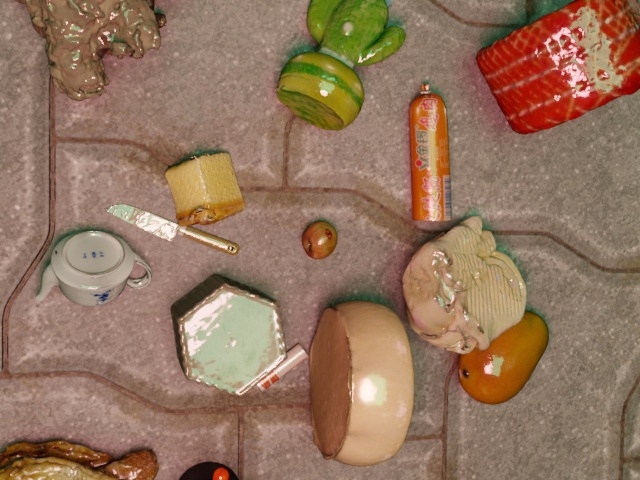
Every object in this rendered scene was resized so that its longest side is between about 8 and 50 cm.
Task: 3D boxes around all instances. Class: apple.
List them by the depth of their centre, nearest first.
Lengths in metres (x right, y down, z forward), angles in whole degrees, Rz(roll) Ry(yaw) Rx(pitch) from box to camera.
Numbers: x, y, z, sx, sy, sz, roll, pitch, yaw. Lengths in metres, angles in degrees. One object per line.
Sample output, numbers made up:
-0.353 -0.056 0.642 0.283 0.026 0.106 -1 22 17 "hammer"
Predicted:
0.000 0.000 1.605 0.071 0.084 0.084 -16 97 -29 "apple"

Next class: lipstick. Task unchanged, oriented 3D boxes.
-0.090 0.284 1.620 0.130 0.038 0.038 -36 101 -9 "lipstick"

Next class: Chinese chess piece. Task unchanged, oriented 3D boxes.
0.075 0.293 1.508 0.140 0.338 0.338 5 92 -15 "Chinese chess piece"

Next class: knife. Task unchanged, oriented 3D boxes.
-0.317 -0.020 1.558 0.297 0.017 0.047 22 94 -14 "knife"

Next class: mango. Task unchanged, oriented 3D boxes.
0.424 0.261 1.698 0.175 0.139 0.254 46 74 -26 "mango"

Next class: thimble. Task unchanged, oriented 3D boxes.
0.541 -0.392 1.591 0.350 0.350 0.231 -28 99 -11 "thimble"

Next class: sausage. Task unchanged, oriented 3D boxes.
0.248 -0.199 1.650 0.093 0.093 0.312 -3 94 -14 "sausage"

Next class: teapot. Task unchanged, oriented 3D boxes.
-0.459 0.072 1.476 0.232 0.159 0.159 -6 94 -24 "teapot"

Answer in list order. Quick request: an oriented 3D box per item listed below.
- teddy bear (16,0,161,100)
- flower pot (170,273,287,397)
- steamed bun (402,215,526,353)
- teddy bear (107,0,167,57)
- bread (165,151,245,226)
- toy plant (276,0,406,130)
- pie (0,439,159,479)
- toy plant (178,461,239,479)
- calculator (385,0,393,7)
-0.395 -0.491 1.392 0.367 0.224 0.357 -26 74 -24 "teddy bear"
-0.194 0.191 1.512 0.239 0.189 0.209 24 87 -14 "flower pot"
0.302 0.113 1.635 0.280 0.207 0.268 -31 92 -41 "steamed bun"
-0.379 -0.437 1.496 0.119 0.078 0.160 11 73 7 "teddy bear"
-0.241 -0.107 1.551 0.152 0.127 0.147 -17 96 -46 "bread"
0.049 -0.407 1.556 0.224 0.184 0.316 22 78 7 "toy plant"
-0.533 0.618 1.462 0.395 0.180 0.418 10 98 -15 "pie"
-0.214 0.579 1.419 0.185 0.400 0.279 38 85 -11 "toy plant"
0.084 -0.573 1.626 0.172 0.018 0.057 36 86 -13 "calculator"
